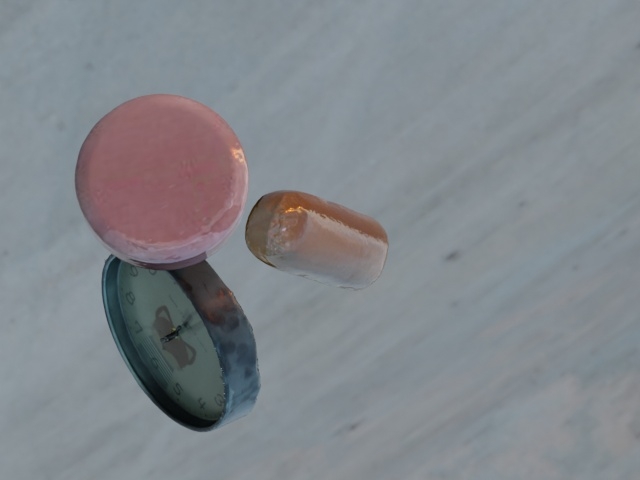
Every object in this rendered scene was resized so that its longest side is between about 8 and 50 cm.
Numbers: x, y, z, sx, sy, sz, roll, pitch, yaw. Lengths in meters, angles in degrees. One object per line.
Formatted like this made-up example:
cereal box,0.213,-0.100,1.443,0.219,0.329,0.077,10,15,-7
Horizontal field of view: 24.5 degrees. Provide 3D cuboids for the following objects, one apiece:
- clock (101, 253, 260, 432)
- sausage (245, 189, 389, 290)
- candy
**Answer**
clock,-0.219,0.142,2.254,0.067,0.325,0.325,-29,167,-33
sausage,0.000,0.001,1.883,0.105,0.105,0.274,-39,153,19
candy,-0.221,-0.088,2.057,0.255,0.255,0.094,-34,174,-9
